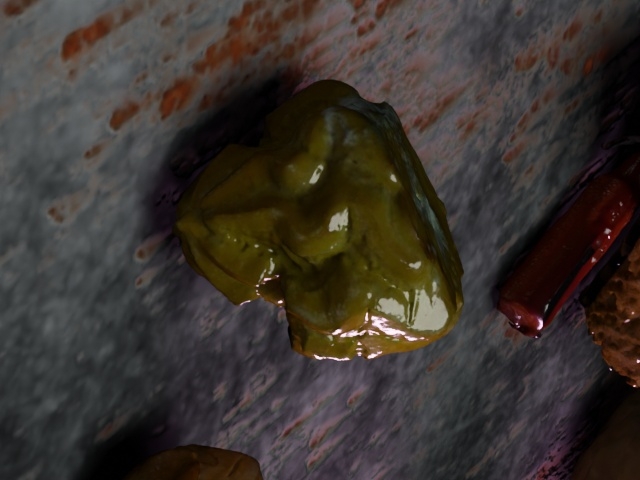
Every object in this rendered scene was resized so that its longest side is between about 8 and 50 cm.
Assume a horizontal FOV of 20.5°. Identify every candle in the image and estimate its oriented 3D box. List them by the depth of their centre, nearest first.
[{"bbox_3d":[0.173,-0.009,1.183,0.162,0.048,0.053,-50,-178,-19],"label":"candle"}]

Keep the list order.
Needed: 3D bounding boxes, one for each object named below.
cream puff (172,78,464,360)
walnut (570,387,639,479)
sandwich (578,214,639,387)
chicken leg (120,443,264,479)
[{"bbox_3d":[0.000,0.000,0.859,0.116,0.146,0.146,-22,148,9],"label":"cream puff"},{"bbox_3d":[0.296,0.206,1.387,0.245,0.198,0.198,-41,144,-18],"label":"walnut"},{"bbox_3d":[0.321,-0.037,1.215,0.249,0.095,0.273,-32,162,-31],"label":"sandwich"},{"bbox_3d":[-0.120,0.198,0.875,0.251,0.087,0.107,-41,126,-20],"label":"chicken leg"}]
